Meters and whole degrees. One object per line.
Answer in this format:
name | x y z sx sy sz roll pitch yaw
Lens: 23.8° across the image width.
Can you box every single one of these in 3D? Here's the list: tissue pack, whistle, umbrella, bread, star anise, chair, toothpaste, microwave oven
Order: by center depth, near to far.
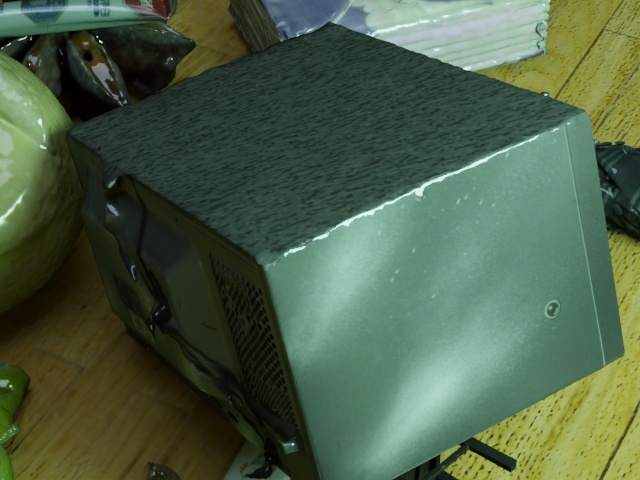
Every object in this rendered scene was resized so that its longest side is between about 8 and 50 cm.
chair | 0.063 0.192 1.364 0.212 0.084 0.101 32 50 31
microwave oven | 0.000 0.000 1.365 0.374 0.236 0.432 -26 27 -21
tissue pack | -0.051 0.207 1.395 0.056 0.023 0.108 14 47 17
whistle | -0.320 0.194 1.410 0.104 0.057 0.198 2 36 13
bread | -0.393 -0.058 1.544 0.320 0.237 0.320 -5 66 12
umbrella | 0.283 -0.059 1.584 0.337 0.128 0.154 25 49 23
toothpaste | -0.287 -0.257 1.721 0.239 0.039 0.062 -6 46 -2
star anise | -0.300 -0.229 1.799 0.332 0.117 0.331 -6 49 7
tissue pack | 0.082 -0.289 1.830 0.344 0.125 0.242 -14 44 -14

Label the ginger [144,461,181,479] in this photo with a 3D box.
ginger | -0.138 0.256 1.338 0.057 0.044 0.137 -12 40 17
